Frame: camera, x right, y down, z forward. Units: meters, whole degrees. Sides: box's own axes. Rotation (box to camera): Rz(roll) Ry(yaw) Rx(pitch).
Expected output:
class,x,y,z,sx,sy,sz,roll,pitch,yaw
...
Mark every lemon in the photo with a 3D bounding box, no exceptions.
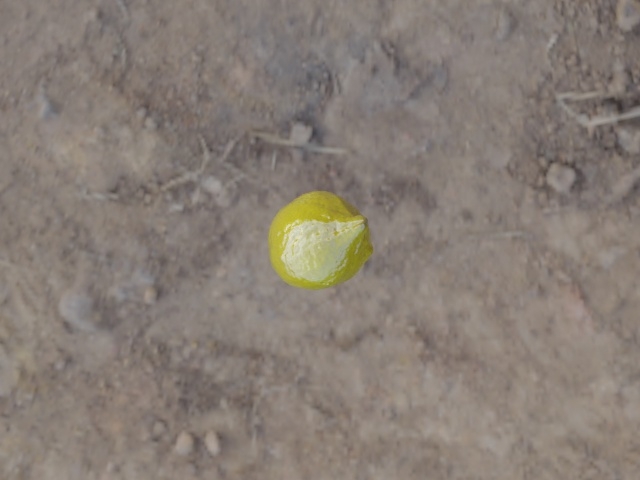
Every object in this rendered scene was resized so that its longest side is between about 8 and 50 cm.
class,x,y,z,sx,sy,sz,roll,pitch,yaw
lemon,0.000,0.000,0.817,0.065,0.065,0.092,34,152,-24
